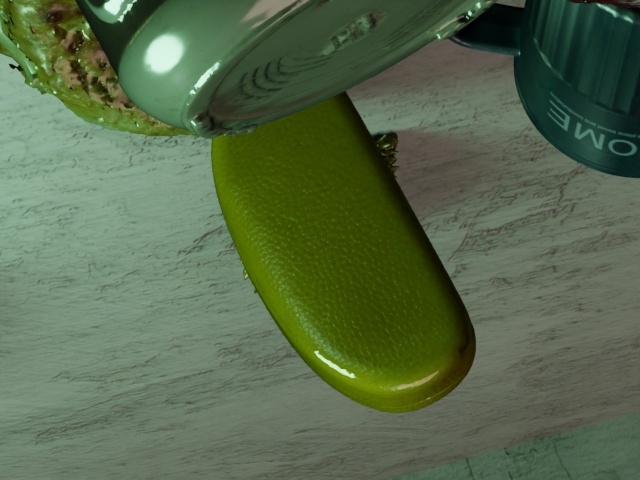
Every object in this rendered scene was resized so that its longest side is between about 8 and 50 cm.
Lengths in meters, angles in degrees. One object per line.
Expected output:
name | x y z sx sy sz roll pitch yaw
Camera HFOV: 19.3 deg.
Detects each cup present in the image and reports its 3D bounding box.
cup | 0.286 -0.244 1.746 0.242 0.308 0.292 -48 165 -16

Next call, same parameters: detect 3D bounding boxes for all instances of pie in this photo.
pie | -0.126 -0.205 1.541 0.355 0.103 0.288 -14 146 5

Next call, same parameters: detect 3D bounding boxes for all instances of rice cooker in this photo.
rice cooker | -0.045 -0.268 1.197 0.335 0.325 0.335 -28 171 -5

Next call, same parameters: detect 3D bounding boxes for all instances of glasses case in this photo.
glasses case | 0.010 0.005 1.865 0.173 0.371 0.141 -28 162 -2

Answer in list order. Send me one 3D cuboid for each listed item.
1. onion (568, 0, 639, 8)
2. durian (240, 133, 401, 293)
onion | 0.271 -0.308 1.398 0.337 0.282 0.260 -39 150 -5
durian | 0.000 0.000 2.222 0.172 0.166 0.306 13 150 1
